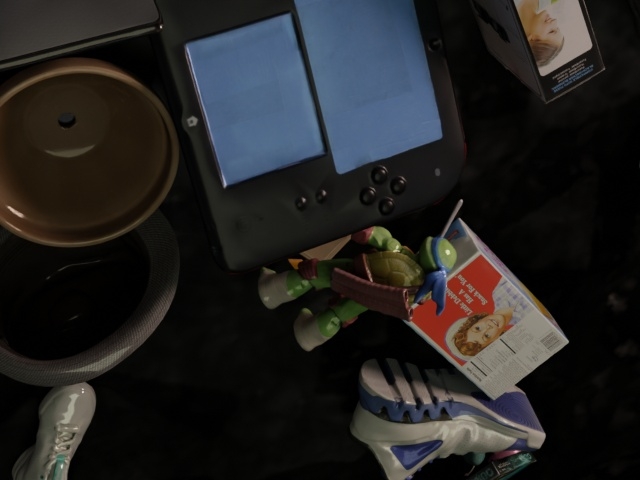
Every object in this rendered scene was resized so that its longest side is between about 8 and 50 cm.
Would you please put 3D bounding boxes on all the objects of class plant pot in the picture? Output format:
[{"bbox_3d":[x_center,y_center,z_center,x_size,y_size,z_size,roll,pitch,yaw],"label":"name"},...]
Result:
[{"bbox_3d":[-0.291,-0.118,1.354,0.237,0.110,0.237,-9,126,-13],"label":"plant pot"}]

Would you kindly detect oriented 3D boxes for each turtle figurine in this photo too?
[{"bbox_3d":[0.063,0.019,1.563,0.266,0.275,0.197,-26,153,23],"label":"turtle figurine"}]

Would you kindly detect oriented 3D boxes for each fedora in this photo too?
[{"bbox_3d":[-0.302,0.066,1.442,0.275,0.243,0.124,-47,164,-15],"label":"fedora"}]

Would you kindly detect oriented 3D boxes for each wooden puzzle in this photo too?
[{"bbox_3d":[0.000,0.000,1.603,0.116,0.014,0.078,-41,131,10],"label":"wooden puzzle"}]

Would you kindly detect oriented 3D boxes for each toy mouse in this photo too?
[{"bbox_3d":[0.291,0.356,1.944,0.161,0.031,0.143,26,112,-32],"label":"toy mouse"}]

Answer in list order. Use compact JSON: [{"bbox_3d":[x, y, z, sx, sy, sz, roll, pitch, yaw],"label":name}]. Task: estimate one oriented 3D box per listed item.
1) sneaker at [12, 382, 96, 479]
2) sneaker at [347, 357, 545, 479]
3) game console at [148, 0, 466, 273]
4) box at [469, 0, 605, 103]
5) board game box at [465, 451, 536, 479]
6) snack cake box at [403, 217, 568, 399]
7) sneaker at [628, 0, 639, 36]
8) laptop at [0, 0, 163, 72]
[{"bbox_3d":[-0.369,0.296,1.625,0.080,0.094,0.212,16,116,-27],"label":"sneaker"},{"bbox_3d":[0.174,0.296,1.815,0.315,0.127,0.182,13,122,-19],"label":"sneaker"},{"bbox_3d":[-0.009,-0.186,1.344,0.341,0.060,0.387,-21,110,-20],"label":"game console"},{"bbox_3d":[0.225,-0.324,1.362,0.087,0.169,0.290,-30,127,-1],"label":"box"},{"bbox_3d":[0.255,0.409,1.909,0.186,0.026,0.126,-43,157,31],"label":"board game box"},{"bbox_3d":[0.232,0.108,1.714,0.152,0.089,0.264,-39,127,11],"label":"snack cake box"},{"bbox_3d":[0.447,-0.291,1.512,0.051,0.089,0.170,-36,127,7],"label":"sneaker"},{"bbox_3d":[-0.380,-0.332,1.002,0.381,0.408,0.236,-16,134,-9],"label":"laptop"}]
